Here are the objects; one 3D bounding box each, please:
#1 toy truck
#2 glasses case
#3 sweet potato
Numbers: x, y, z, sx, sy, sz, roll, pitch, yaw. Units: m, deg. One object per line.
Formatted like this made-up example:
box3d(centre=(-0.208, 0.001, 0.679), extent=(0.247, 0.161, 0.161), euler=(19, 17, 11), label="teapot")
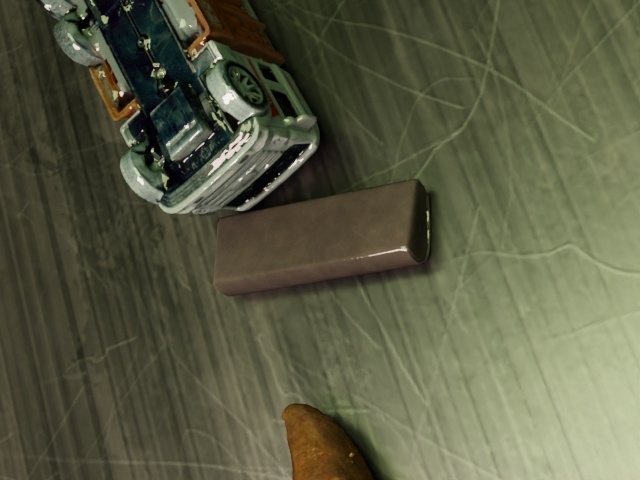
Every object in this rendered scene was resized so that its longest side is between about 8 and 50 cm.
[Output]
box3d(centre=(-0.119, -0.167, 1.163), extent=(0.136, 0.162, 0.305), euler=(-40, 66, 26), label="toy truck")
box3d(centre=(-0.001, 0.000, 1.118), extent=(0.190, 0.042, 0.072), euler=(-10, 66, 27), label="glasses case")
box3d(centre=(0.039, 0.242, 0.998), extent=(0.097, 0.097, 0.292), euler=(-48, 58, 9), label="sweet potato")
